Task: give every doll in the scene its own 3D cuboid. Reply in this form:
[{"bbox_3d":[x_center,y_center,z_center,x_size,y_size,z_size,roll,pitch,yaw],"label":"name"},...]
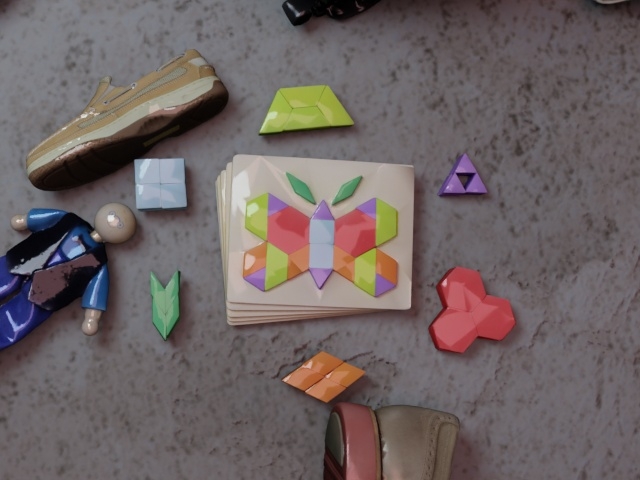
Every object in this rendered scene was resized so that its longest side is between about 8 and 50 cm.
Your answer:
[{"bbox_3d":[-0.239,0.033,0.882,0.189,0.046,0.129,-39,83,-14],"label":"doll"}]

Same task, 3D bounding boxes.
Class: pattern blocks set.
[{"bbox_3d":[0.000,0.000,0.916,0.325,0.026,0.285,-13,87,-9],"label":"pattern blocks set"}]

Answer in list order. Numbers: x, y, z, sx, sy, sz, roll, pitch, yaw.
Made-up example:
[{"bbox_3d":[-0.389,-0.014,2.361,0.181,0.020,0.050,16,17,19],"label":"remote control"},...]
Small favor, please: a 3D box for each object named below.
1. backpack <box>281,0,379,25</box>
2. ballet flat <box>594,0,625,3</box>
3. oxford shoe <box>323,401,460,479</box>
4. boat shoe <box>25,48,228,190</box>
[{"bbox_3d":[0.064,-0.345,0.836,0.263,0.213,0.276,-5,86,16],"label":"backpack"},{"bbox_3d":[0.256,-0.300,0.940,0.342,0.116,0.124,35,103,-2],"label":"ballet flat"},{"bbox_3d":[0.075,0.313,0.860,0.130,0.123,0.348,0,87,-12],"label":"oxford shoe"},{"bbox_3d":[-0.179,-0.111,0.897,0.190,0.068,0.072,-28,77,-17],"label":"boat shoe"}]
